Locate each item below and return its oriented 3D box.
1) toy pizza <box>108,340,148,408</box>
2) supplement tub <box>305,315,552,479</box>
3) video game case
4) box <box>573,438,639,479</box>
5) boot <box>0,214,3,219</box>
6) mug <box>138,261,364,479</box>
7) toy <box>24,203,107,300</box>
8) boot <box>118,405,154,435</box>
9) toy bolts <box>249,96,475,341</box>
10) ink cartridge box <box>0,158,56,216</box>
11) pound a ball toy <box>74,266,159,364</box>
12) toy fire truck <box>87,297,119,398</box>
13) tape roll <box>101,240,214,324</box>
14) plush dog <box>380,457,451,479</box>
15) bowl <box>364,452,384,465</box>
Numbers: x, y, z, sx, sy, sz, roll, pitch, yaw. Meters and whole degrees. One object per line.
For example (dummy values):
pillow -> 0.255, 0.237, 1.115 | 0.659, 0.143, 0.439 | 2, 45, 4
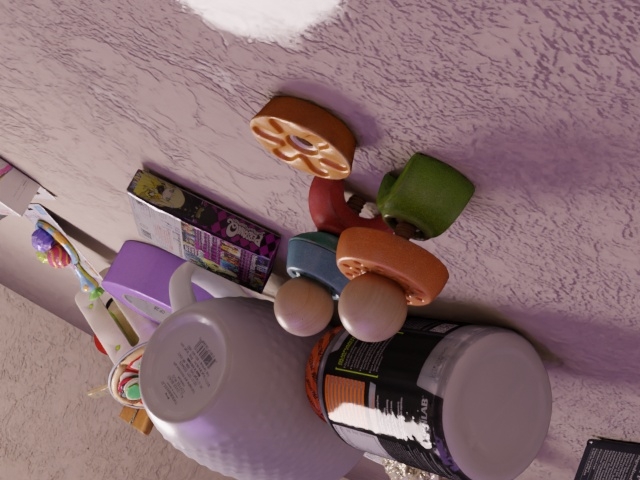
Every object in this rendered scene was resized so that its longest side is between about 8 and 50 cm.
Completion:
toy pizza -> -0.307, 0.264, 1.827 | 0.201, 0.201, 0.032 | 44, -167, -46
supplement tub -> 0.126, 0.196, 1.235 | 0.193, 0.194, 0.316 | 36, 162, -29
video game case -> -0.163, -0.006, 1.325 | 0.210, 0.042, 0.232 | 26, 164, 1
box -> 0.571, 0.442, 1.334 | 0.343, 0.179, 0.312 | 31, 162, -17
boot -> -0.683, -0.005, 1.805 | 0.118, 0.223, 0.338 | 33, 163, -18
mug -> -0.123, 0.187, 1.462 | 0.328, 0.276, 0.374 | 31, -153, -52
toy -> -0.515, 0.031, 1.860 | 0.136, 0.056, 0.237 | 2, 137, 52
boot -> -0.329, 0.280, 2.032 | 0.096, 0.281, 0.264 | 35, 162, -31
toy bolts -> 0.000, 0.000, 0.885 | 0.218, 0.159, 0.228 | 28, 164, -6
ink cartridge box -> -0.561, -0.099, 1.606 | 0.115, 0.067, 0.198 | 8, 156, 47
pound a ball toy -> -0.373, 0.186, 1.990 | 0.319, 0.135, 0.208 | 45, 175, 43
toy fire truck -> -0.500, 0.290, 2.388 | 0.158, 0.246, 0.217 | 13, 159, 38
tape roll -> -0.261, 0.106, 1.742 | 0.274, 0.090, 0.275 | 24, 163, 8
plush dog -> 0.162, 0.373, 1.770 | 0.225, 0.210, 0.262 | 55, 176, 25
bowl -> 0.149, 0.500, 2.334 | 0.170, 0.080, 0.170 | 24, 164, 7
